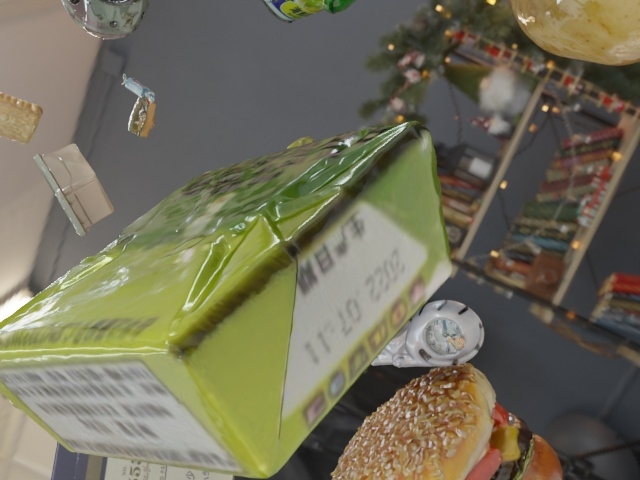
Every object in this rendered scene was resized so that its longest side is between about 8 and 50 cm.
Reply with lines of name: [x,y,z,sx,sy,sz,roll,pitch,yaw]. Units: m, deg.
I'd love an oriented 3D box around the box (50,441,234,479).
box: [-0.253,0.341,1.357,0.071,0.259,0.168,99,175,-61]

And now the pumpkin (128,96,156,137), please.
pumpkin: [-0.327,-0.230,1.767,0.101,0.035,0.073,38,116,61]

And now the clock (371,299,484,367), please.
clock: [0.147,0.118,1.380,0.080,0.176,0.117,-46,-51,-63]

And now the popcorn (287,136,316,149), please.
popcorn: [-0.009,-0.007,1.669,0.325,0.321,0.290,-46,13,-33]

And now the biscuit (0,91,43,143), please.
biscuit: [-0.748,-0.296,2.099,0.160,0.250,0.030,-42,34,54]

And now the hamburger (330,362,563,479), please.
hamburger: [0.177,0.354,1.416,0.330,0.250,0.330,-41,3,2]

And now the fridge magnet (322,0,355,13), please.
fridge magnet: [0.053,-0.381,1.186,0.208,0.088,0.208,-60,-1,-2]

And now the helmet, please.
helmet: [-0.394,-0.431,1.752,0.153,0.177,0.107,-29,-47,-32]

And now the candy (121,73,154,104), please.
candy: [-0.322,-0.266,1.677,0.020,0.083,0.030,-16,-49,-54]

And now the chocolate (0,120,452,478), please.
chocolate: [-0.078,0.047,0.748,0.301,0.137,0.289,-9,26,46]

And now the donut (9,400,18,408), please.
donut: [-0.478,0.217,1.924,0.360,0.170,0.360,-26,8,4]

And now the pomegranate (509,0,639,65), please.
pomegranate: [0.484,-0.490,1.636,0.410,0.410,0.410,26,-90,-87]

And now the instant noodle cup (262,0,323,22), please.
instant noodle cup: [0.035,-0.535,1.689,0.312,0.284,0.284,-20,20,26]

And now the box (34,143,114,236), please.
box: [-0.341,-0.075,1.324,0.062,0.122,0.089,-30,-45,-11]
